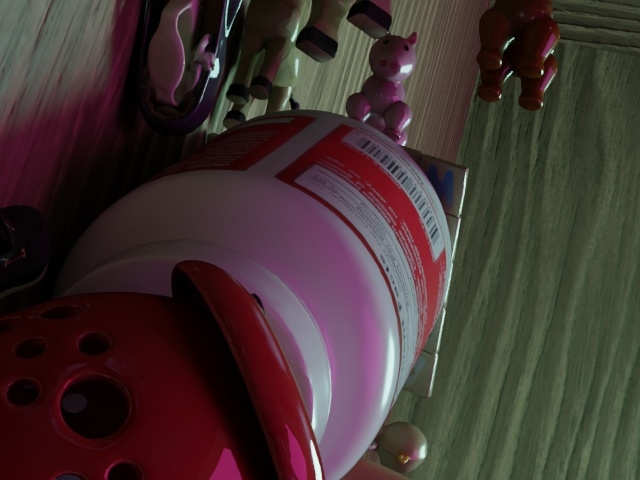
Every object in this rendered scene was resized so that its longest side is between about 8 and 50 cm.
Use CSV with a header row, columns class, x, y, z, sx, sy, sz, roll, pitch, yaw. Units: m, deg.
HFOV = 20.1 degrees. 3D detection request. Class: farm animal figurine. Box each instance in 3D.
class,x,y,z,sx,sy,sz,roll,pitch,yaw
farm animal figurine,0.024,-0.213,1.393,0.327,0.330,0.172,43,54,-44

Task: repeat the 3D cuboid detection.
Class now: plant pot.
class,x,y,z,sx,sy,sz,roll,pitch,yaw
plant pot,-0.099,0.114,0.925,0.191,0.174,0.191,161,-90,-76

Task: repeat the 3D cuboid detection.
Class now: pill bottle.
class,x,y,z,sx,sy,sz,roll,pitch,yaw
pill bottle,-0.047,0.049,1.221,0.407,0.229,0.229,-46,147,-73

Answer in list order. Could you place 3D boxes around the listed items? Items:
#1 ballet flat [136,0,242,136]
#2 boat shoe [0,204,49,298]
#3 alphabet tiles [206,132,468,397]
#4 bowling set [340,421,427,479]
class,x,y,z,sx,sy,sz,roll,pitch,yaw
ballet flat,-0.087,-0.167,1.218,0.074,0.074,0.203,-41,144,-76
boat shoe,-0.174,0.004,0.944,0.133,0.049,0.042,-44,152,-67
alphabet tiles,0.000,0.000,1.459,0.009,0.237,0.198,-28,131,-54
bowling set,0.020,0.248,1.358,0.287,0.154,0.199,-94,-158,-72
